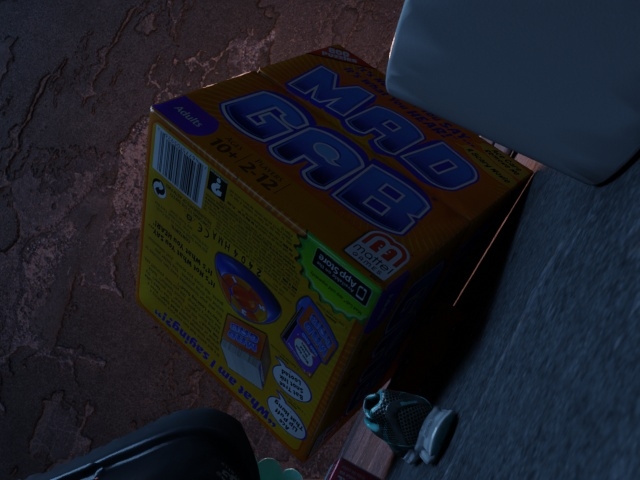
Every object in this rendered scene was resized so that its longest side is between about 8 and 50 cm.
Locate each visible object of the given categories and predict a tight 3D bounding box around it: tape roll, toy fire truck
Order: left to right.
[{"bbox_3d":[0.127,0.172,0.855,0.192,0.047,0.135,-61,-11,-3],"label":"toy fire truck"},{"bbox_3d":[0.173,-0.182,0.448,0.246,0.169,0.246,-61,-9,-16],"label":"tape roll"}]

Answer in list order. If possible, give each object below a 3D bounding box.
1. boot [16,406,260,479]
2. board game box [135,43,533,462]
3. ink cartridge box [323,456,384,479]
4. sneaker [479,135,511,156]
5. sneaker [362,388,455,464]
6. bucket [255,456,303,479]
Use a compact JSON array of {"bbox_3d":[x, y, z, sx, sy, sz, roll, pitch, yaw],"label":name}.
[{"bbox_3d":[-0.206,0.296,0.324,0.367,0.146,0.445,-36,12,7],"label":"boot"},{"bbox_3d":[0.000,0.000,0.905,0.356,0.356,0.356,-33,-27,-42],"label":"board game box"},{"bbox_3d":[0.008,0.336,0.691,0.175,0.072,0.127,-60,-8,-23],"label":"ink cartridge box"},{"bbox_3d":[0.366,-0.188,1.336,0.091,0.094,0.258,-42,-10,-17],"label":"sneaker"},{"bbox_3d":[0.076,0.171,0.618,0.065,0.076,0.166,-60,-9,-19],"label":"sneaker"},{"bbox_3d":[-0.127,0.580,1.284,0.183,0.281,0.281,-65,-8,6],"label":"bucket"}]
